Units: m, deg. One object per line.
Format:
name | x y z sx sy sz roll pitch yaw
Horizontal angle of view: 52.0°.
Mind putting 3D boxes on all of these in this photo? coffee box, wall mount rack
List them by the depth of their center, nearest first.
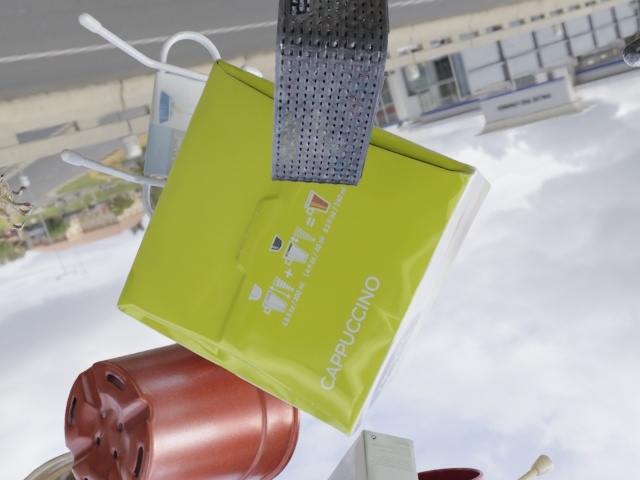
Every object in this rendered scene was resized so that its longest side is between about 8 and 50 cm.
coffee box | 0.000 0.000 0.897 0.338 0.337 0.334 26 -171 14
wall mount rack | -0.251 -0.198 1.051 0.304 0.350 0.130 8 172 -29

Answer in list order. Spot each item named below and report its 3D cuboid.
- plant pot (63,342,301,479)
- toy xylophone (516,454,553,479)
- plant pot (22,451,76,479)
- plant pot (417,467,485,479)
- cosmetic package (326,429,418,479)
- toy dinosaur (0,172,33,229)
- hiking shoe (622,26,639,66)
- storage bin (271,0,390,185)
plant pot | -0.217 0.269 0.996 0.272 0.272 0.265 -9 173 37
toy xylophone | 0.336 0.463 0.948 0.322 0.236 0.081 -26 175 -35
plant pot | -0.421 0.575 1.298 0.334 0.334 0.305 -19 168 -10
plant pot | 0.272 0.607 1.428 0.201 0.180 0.201 -9 172 -1
cosmetic package | 0.043 0.524 1.029 0.097 0.377 0.284 16 -140 -12
toy dinosaur | -0.589 -0.061 1.218 0.183 0.092 0.053 -51 -157 31
hiking shoe | 0.534 -0.371 1.025 0.227 0.114 0.086 -45 168 -5
storage bin | 0.003 -0.142 0.568 0.084 0.122 0.180 3 149 -3
